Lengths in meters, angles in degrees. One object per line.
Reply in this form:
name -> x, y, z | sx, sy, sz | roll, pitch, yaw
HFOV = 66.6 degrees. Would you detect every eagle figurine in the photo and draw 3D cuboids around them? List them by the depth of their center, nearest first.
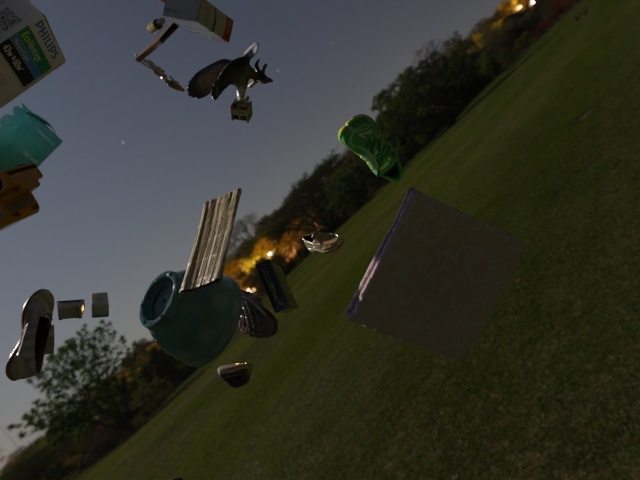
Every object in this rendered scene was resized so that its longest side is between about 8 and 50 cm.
eagle figurine -> -0.343, -0.636, 1.895 | 0.298, 0.225, 0.226 | -11, -27, -37

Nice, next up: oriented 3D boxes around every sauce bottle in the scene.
sauce bottle -> -0.661, -0.870, 1.962 | 0.042, 0.042, 0.128 | -41, 26, -28

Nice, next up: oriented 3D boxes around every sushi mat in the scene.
sushi mat -> -0.296, -0.004, 1.326 | 0.151, 0.019, 0.317 | -19, 47, 28

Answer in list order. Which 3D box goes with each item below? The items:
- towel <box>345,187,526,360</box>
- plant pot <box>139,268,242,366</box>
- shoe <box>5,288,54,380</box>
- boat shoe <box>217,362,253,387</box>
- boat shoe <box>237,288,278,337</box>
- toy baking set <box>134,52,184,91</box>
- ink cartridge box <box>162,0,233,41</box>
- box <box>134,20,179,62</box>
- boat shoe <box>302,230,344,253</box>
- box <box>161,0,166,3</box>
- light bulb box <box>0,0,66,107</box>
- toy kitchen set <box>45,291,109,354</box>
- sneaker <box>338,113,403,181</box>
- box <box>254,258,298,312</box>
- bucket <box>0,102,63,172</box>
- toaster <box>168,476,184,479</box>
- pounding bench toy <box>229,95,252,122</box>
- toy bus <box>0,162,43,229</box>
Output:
towel -> 0.258, 0.085, 1.077 | 0.317, 0.331, 0.053 | -65, 21, 6
plant pot -> -0.403, 0.203, 1.443 | 0.293, 0.196, 0.293 | -23, 50, 31
shoe -> -0.624, 0.203, 1.078 | 0.058, 0.219, 0.077 | -8, -38, 5
boat shoe -> -0.326, 0.530, 1.910 | 0.102, 0.092, 0.285 | -4, -12, 4
boat shoe -> -0.268, 0.239, 1.782 | 0.130, 0.355, 0.132 | -12, -62, -46
toy baking set -> -0.682, -0.705, 2.053 | 0.030, 0.196, 0.256 | -51, 0, 9
ink cartridge box -> -0.282, -0.518, 1.133 | 0.135, 0.099, 0.056 | -7, -67, -70
box -> -0.514, -0.663, 1.580 | 0.201, 0.021, 0.164 | -2, 53, 48
boat shoe -> 0.000, 0.000, 1.625 | 0.190, 0.072, 0.068 | -10, 38, 53
box -> -0.525, -0.869, 1.511 | 0.126, 0.232, 0.149 | 2, 79, 47
light bulb box -> -1.035, -0.597, 1.416 | 0.361, 0.358, 0.225 | -47, -3, -20
toy kitchen set -> -0.819, 0.275, 1.623 | 0.207, 0.166, 0.122 | -1, 16, -25
sneaker -> 0.161, -0.259, 1.392 | 0.109, 0.123, 0.295 | -47, -38, 13
box -> -0.154, 0.170, 1.765 | 0.059, 0.183, 0.233 | -24, -11, 2
bucket -> -1.092, -0.338, 1.764 | 0.281, 0.183, 0.281 | -34, 29, 22
toaster -> -0.427, 0.727, 1.288 | 0.146, 0.129, 0.227 | -29, -10, -5
pounding bench toy -> -0.261, -0.435, 1.582 | 0.083, 0.065, 0.052 | 94, -172, -47
toy bus -> -0.870, -0.088, 1.283 | 0.332, 0.130, 0.108 | -20, 14, 21
